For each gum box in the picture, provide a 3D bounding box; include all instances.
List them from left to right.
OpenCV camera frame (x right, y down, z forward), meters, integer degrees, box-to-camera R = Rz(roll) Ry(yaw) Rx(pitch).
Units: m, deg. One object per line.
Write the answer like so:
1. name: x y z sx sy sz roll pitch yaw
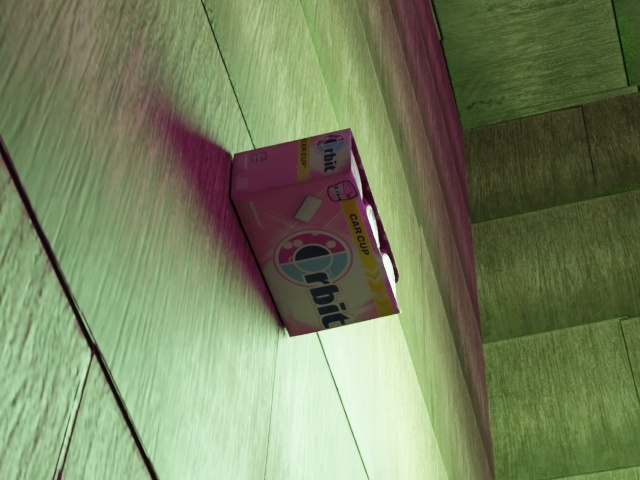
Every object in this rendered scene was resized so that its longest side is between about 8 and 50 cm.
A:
1. gum box: 0.000 0.000 1.258 0.062 0.107 0.188 -90 165 -48
